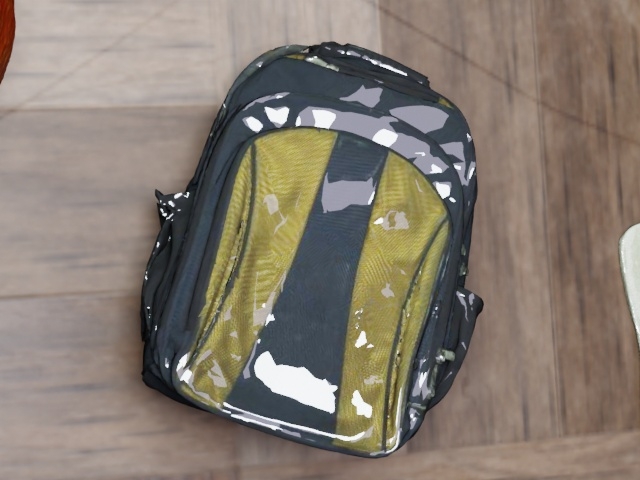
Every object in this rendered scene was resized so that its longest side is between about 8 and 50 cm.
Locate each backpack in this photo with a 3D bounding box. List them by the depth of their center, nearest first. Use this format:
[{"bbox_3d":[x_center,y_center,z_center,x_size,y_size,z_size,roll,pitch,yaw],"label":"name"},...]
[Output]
[{"bbox_3d":[0.000,0.000,1.152,0.206,0.133,0.258,19,74,-11],"label":"backpack"}]

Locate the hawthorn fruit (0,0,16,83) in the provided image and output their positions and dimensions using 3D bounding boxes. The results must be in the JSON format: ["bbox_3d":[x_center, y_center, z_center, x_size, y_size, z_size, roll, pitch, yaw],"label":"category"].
[{"bbox_3d":[-0.243,-0.138,1.012,0.189,0.251,0.189,10,57,-15],"label":"hawthorn fruit"}]

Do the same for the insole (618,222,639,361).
[{"bbox_3d":[0.234,0.081,1.296,0.063,0.010,0.192,-11,91,-22],"label":"insole"}]
